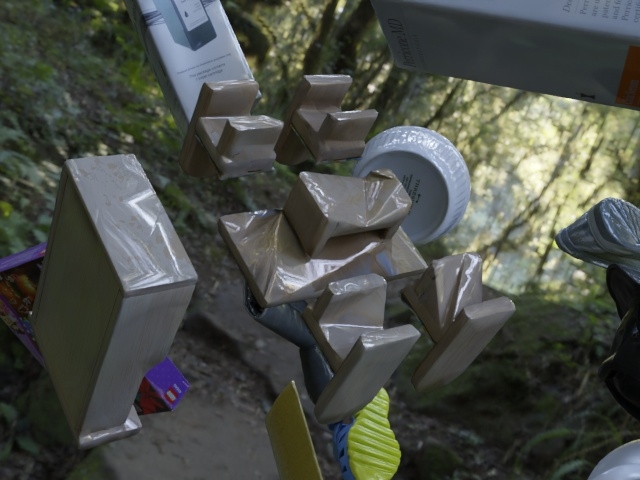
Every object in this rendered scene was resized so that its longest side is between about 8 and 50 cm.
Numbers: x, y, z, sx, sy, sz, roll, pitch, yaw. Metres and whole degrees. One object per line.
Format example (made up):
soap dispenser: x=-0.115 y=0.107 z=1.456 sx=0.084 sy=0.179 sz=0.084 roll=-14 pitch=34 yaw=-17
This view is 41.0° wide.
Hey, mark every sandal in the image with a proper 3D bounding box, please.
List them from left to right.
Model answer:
sandal: x=0.078 y=0.413 z=1.745 sx=0.126 sy=0.138 sz=0.317 roll=33 pitch=21 yaw=-11

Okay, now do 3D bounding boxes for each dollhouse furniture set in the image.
dollhouse furniture set: x=-0.078 y=0.041 z=0.921 sx=0.394 sy=0.256 sz=0.362 roll=-10 pitch=55 yaw=-35

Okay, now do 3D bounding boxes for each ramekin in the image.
ramekin: x=0.186 y=-0.108 z=1.867 sx=0.273 sy=0.273 sz=0.127 roll=24 pitch=22 yaw=9

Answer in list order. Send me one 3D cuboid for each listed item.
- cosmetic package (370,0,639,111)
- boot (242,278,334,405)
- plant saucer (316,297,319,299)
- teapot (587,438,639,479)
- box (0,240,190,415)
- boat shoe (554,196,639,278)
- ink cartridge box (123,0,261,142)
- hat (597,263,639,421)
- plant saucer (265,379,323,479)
cosmetic package: x=0.312 y=-0.293 z=1.079 sx=0.453 sy=0.161 sz=0.230 roll=14 pitch=-7 yaw=17
boot: x=-0.038 y=0.147 z=1.307 sx=0.208 sy=0.076 sz=0.189 roll=53 pitch=17 yaw=-55
plant saucer: x=0.000 y=0.000 z=1.392 sx=0.037 sy=0.200 sz=0.200 roll=2 pitch=8 yaw=-19
teapot: x=0.430 y=0.403 z=1.157 sx=0.252 sy=0.187 sz=0.256 roll=86 pitch=-21 yaw=-83
box: x=-0.349 y=0.138 z=1.248 sx=0.201 sy=0.057 sz=0.293 roll=-16 pitch=-63 yaw=39
boat shoe: x=0.517 y=0.014 z=1.415 sx=0.320 sy=0.118 sz=0.103 roll=13 pitch=-31 yaw=-41
ink cartridge box: x=-0.212 y=-0.313 z=1.342 sx=0.211 sy=0.121 sz=0.289 roll=158 pitch=-92 yaw=-79
hat: x=0.486 y=0.190 z=1.235 sx=0.331 sy=0.134 sz=0.331 roll=48 pitch=1 yaw=-1
plant saucer: x=-0.035 y=0.480 z=1.714 sx=0.081 sy=0.332 sz=0.333 roll=-17 pitch=-22 yaw=-4
